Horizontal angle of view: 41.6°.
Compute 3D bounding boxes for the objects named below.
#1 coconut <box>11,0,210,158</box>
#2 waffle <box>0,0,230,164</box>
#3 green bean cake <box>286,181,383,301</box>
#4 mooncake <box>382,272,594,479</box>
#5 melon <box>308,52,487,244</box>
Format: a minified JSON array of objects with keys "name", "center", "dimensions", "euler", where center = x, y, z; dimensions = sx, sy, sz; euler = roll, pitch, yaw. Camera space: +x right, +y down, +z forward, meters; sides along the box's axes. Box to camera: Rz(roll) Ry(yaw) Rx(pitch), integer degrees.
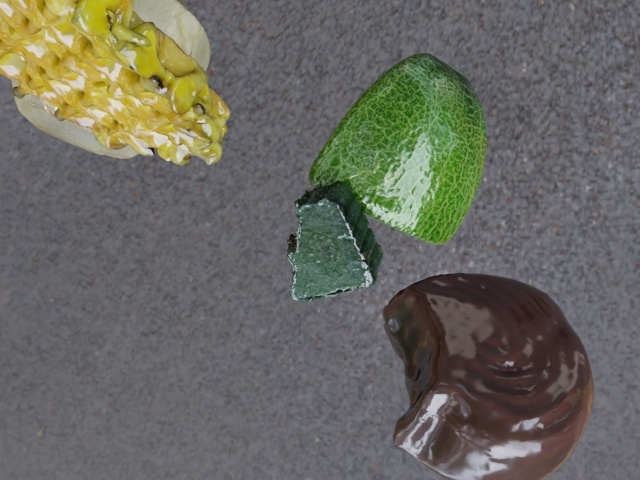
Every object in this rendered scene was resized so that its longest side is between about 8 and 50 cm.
[{"name":"coconut","center":[-0.267,-0.245,1.081],"dimensions":[0.259,0.259,0.259],"euler":[7,129,9]},{"name":"waffle","center":[-0.211,-0.164,0.675],"dimensions":[0.329,0.062,0.329],"euler":[26,164,8]},{"name":"green bean cake","center":[0.000,0.000,1.587],"dimensions":[0.193,0.107,0.208],"euler":[-12,120,30]},{"name":"mooncake","center":[0.231,0.184,1.227],"dimensions":[0.334,0.326,0.174],"euler":[30,135,13]},{"name":"melon","center":[0.178,-0.202,1.679],"dimensions":[0.331,0.226,0.343],"euler":[23,97,-8]}]
